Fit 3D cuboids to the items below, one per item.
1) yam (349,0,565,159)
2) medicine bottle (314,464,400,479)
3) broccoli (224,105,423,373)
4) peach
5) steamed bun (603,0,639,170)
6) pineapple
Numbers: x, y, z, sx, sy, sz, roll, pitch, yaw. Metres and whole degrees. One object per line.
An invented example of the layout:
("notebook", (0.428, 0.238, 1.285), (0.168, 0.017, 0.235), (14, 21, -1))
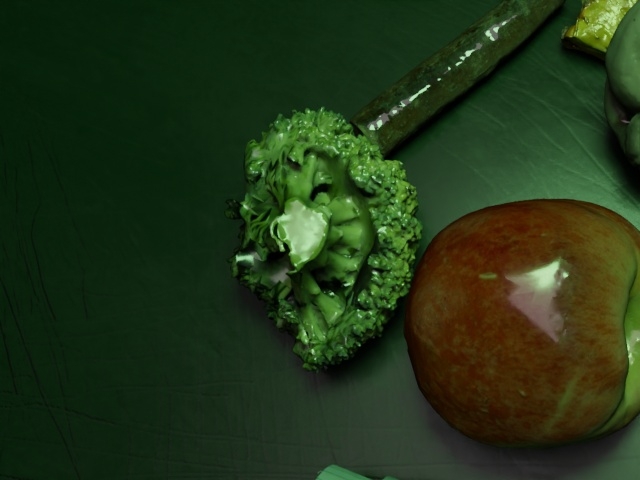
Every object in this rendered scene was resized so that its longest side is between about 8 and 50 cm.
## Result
("yam", (0.150, -0.189, 1.004), (0.274, 0.061, 0.061), (-39, 69, 0))
("medicine bottle", (0.126, 0.314, 0.810), (0.318, 0.158, 0.158), (18, 80, 18))
("broccoli", (0.001, 0.002, 0.926), (0.198, 0.176, 0.226), (12, 63, 22))
("peach", (0.177, 0.072, 0.843), (0.256, 0.232, 0.232), (2, 72, 50))
("steamed bun", (0.377, -0.157, 0.877), (0.218, 0.211, 0.144), (1, 33, 16))
("pineapple", (0.321, -0.214, 0.969), (0.137, 0.069, 0.116), (-20, 76, 17))
